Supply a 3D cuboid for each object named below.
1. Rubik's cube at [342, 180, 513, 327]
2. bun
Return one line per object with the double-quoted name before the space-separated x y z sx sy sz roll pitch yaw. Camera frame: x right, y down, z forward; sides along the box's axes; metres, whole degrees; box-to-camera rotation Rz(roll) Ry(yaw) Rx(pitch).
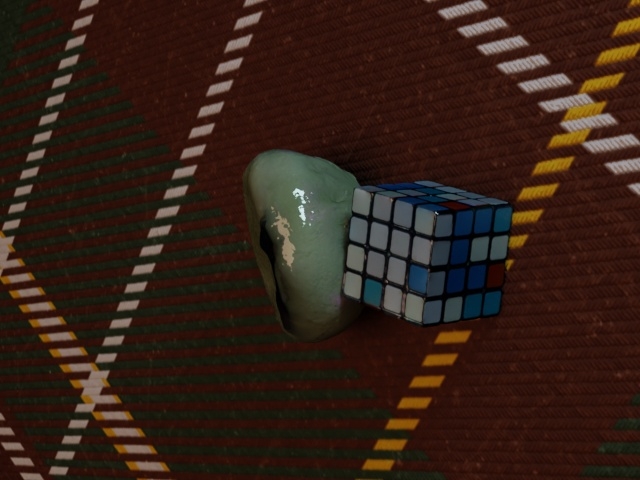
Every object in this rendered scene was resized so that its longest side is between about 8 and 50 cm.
"Rubik's cube" 0.137 0.014 1.893 0.155 0.151 0.154 18 107 46
"bun" 0.000 0.000 2.023 0.283 0.179 0.283 166 90 -84
